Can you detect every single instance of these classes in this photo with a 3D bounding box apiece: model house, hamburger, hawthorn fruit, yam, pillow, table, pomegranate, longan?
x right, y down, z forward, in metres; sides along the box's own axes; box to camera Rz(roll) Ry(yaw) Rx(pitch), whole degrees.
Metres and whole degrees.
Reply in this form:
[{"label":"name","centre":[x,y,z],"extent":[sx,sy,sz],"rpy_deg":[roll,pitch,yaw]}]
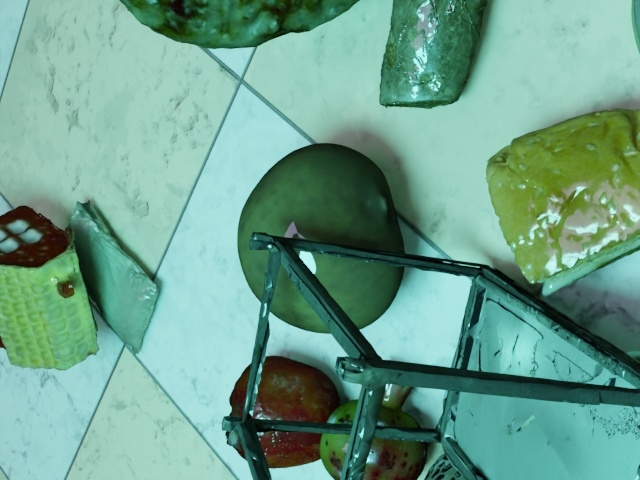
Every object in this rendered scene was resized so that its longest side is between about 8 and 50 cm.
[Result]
[{"label":"model house","centre":[-0.444,0.083,1.268],"extent":[0.254,0.160,0.196],"rpy_deg":[23,129,43]},{"label":"hamburger","centre":[0.265,-0.053,0.749],"extent":[0.207,0.135,0.155],"rpy_deg":[-27,85,42]},{"label":"hawthorn fruit","centre":[-0.036,0.223,1.046],"extent":[0.172,0.148,0.148],"rpy_deg":[0,98,11]},{"label":"yam","centre":[0.120,-0.225,0.869],"extent":[0.107,0.107,0.183],"rpy_deg":[23,114,34]},{"label":"pillow","centre":[-0.344,0.058,1.310],"extent":[0.230,0.050,0.148],"rpy_deg":[45,131,26]},{"label":"table","centre":[0.080,0.153,0.715],"extent":[0.335,0.272,0.222],"rpy_deg":[-135,54,-70]},{"label":"pomegranate","centre":[0.077,0.233,0.968],"extent":[0.159,0.129,0.129],"rpy_deg":[-44,63,-8]},{"label":"longan","centre":[0.000,0.000,0.938],"extent":[0.196,0.196,0.220],"rpy_deg":[-9,96,39]}]

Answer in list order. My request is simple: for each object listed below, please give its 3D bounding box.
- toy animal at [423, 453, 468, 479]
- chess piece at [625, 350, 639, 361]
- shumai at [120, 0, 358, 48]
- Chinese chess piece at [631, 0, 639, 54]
[{"label":"toy animal","centre":[0.162,0.272,0.912],"extent":[0.098,0.098,0.137],"rpy_deg":[18,101,35]},{"label":"chess piece","centre":[0.319,0.272,0.744],"extent":[0.194,0.194,0.299],"rpy_deg":[22,119,34]},{"label":"shumai","centre":[-0.094,-0.435,0.876],"extent":[0.395,0.395,0.348],"rpy_deg":[-62,40,27]},{"label":"Chinese chess piece","centre":[0.375,-0.207,0.673],"extent":[0.237,0.092,0.238],"rpy_deg":[6,100,39]}]
